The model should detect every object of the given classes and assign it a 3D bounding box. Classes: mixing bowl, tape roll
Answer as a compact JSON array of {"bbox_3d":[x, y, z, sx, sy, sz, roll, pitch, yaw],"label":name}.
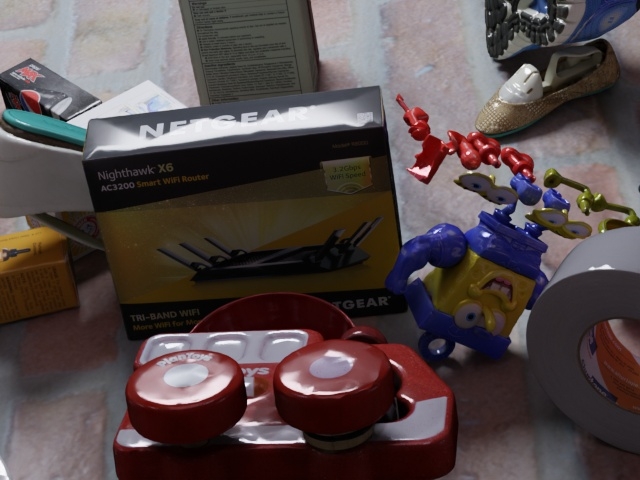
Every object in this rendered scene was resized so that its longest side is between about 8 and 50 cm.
[{"bbox_3d":[-0.044,0.148,1.700,0.181,0.098,0.181,-5,43,5],"label":"mixing bowl"},{"bbox_3d":[0.303,0.096,1.600,0.219,0.219,0.072,13,41,27],"label":"tape roll"}]

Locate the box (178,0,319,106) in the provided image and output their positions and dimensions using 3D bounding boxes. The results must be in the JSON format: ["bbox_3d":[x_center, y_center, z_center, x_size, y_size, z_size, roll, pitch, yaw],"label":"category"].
[{"bbox_3d":[-0.090,-0.287,2.169,0.149,0.232,0.127,-3,38,7],"label":"box"}]

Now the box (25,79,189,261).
[{"bbox_3d":[-0.247,-0.081,2.034,0.203,0.114,0.103,-30,43,-24],"label":"box"}]

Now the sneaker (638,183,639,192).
[{"bbox_3d":[0.407,-0.073,1.809,0.153,0.235,0.094,-41,77,-19],"label":"sneaker"}]

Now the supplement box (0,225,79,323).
[{"bbox_3d":[-0.387,0.051,1.925,0.233,0.080,0.078,-14,38,-3],"label":"supplement box"}]

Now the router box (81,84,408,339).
[{"bbox_3d":[-0.072,-0.025,1.818,0.309,0.243,0.081,-7,37,5],"label":"router box"}]

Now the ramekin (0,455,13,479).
[{"bbox_3d":[-0.396,0.296,1.567,0.273,0.127,0.273,-5,38,4],"label":"ramekin"}]

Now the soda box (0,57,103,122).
[{"bbox_3d":[-0.343,-0.174,2.225,0.060,0.053,0.169,-33,42,-28],"label":"soda box"}]

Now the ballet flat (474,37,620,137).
[{"bbox_3d":[0.271,-0.192,2.104,0.206,0.067,0.073,-27,41,-21],"label":"ballet flat"}]

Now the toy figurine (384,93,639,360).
[{"bbox_3d":[0.179,0.032,1.783,0.362,0.217,0.191,23,17,-31],"label":"toy figurine"}]

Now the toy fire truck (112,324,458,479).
[{"bbox_3d":[-0.031,0.146,1.531,0.302,0.169,0.254,-4,27,8],"label":"toy fire truck"}]

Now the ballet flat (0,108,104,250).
[{"bbox_3d":[-0.184,-0.045,1.931,0.400,0.139,0.139,11,31,-24],"label":"ballet flat"}]

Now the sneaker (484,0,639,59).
[{"bbox_3d":[0.295,-0.287,2.135,0.147,0.129,0.330,-5,10,-14],"label":"sneaker"}]
